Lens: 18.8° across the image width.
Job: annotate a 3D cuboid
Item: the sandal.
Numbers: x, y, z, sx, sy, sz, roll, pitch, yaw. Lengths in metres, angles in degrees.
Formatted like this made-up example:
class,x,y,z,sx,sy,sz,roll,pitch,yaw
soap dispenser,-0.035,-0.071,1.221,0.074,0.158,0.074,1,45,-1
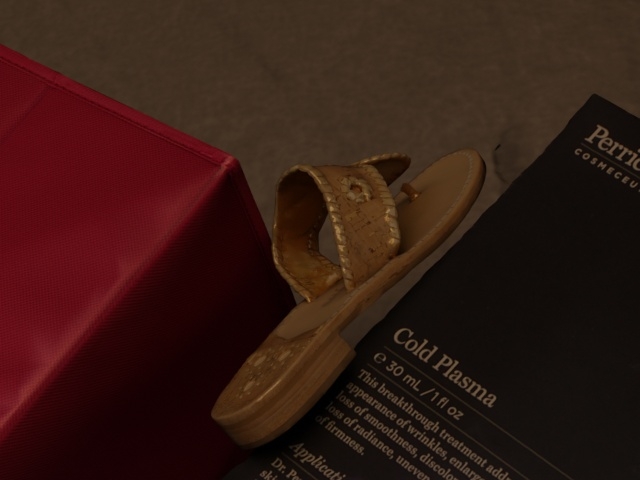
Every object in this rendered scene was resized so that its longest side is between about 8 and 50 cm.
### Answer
class,x,y,z,sx,sy,sz,roll,pitch,yaw
sandal,0.004,-0.002,1.009,0.088,0.079,0.240,-21,24,49

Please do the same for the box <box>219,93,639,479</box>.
class,x,y,z,sx,sy,sz,roll,pitch,yaw
box,0.180,0.152,0.984,0.343,0.179,0.312,36,72,31

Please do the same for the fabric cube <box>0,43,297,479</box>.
class,x,y,z,sx,sy,sz,roll,pitch,yaw
fabric cube,-0.189,0.069,1.089,0.259,0.254,0.258,26,67,28
